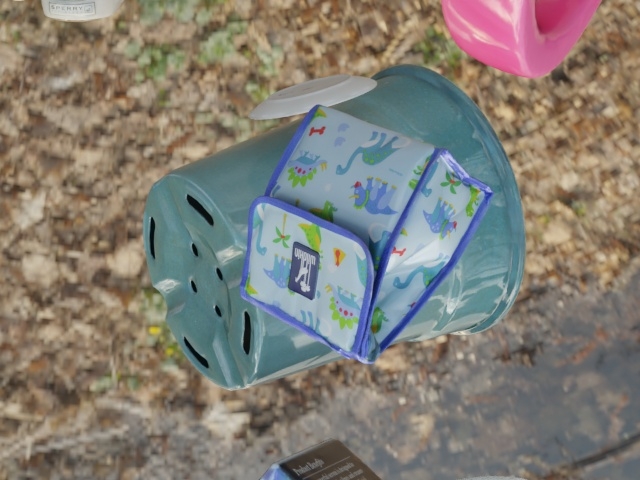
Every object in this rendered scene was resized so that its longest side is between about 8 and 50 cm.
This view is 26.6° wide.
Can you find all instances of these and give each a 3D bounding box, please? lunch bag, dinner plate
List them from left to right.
[{"bbox_3d":[-0.010,-0.155,1.436,0.141,0.141,0.017,-15,103,3],"label":"dinner plate"},{"bbox_3d":[0.021,-0.003,0.936,0.096,0.129,0.151,32,85,-48],"label":"lunch bag"}]

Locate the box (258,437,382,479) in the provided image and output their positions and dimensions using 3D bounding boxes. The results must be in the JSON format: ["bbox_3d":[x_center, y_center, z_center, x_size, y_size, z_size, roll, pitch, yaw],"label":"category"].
[{"bbox_3d":[0.037,0.452,1.410,0.395,0.212,0.293,41,101,14],"label":"box"}]

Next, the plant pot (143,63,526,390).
[{"bbox_3d":[0.000,0.000,1.557,0.334,0.341,0.341,-20,129,-31],"label":"plant pot"}]

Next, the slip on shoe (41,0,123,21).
[{"bbox_3d":[-0.119,-0.151,0.711,0.051,0.135,0.041,1,114,5],"label":"slip on shoe"}]

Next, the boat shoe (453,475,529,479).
[{"bbox_3d":[0.119,0.402,1.624,0.340,0.158,0.127,-25,135,29],"label":"boat shoe"}]

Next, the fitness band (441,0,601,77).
[{"bbox_3d":[0.136,-0.220,0.651,0.054,0.209,0.291,22,93,16],"label":"fitness band"}]
